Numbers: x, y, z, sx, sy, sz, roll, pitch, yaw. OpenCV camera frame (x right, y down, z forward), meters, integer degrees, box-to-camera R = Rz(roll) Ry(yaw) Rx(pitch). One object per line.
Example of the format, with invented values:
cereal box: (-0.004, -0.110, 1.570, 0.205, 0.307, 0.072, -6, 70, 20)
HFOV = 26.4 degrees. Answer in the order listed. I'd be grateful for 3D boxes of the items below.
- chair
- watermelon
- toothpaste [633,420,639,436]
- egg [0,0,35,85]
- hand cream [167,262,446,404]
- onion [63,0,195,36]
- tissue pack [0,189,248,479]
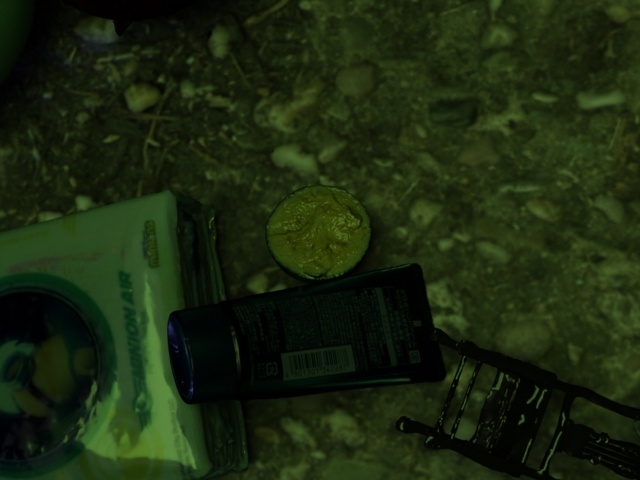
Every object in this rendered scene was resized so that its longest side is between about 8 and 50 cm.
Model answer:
chair: (0.202, 0.172, 1.258, 0.229, 0.113, 0.106, 22, 88, -10)
watermelon: (0.000, 0.000, 1.354, 0.105, 0.062, 0.105, -3, 64, 6)
toothpaste: (0.365, 0.240, 1.224, 0.064, 0.041, 0.218, -31, 71, 2)
egg: (-0.424, -0.233, 1.433, 0.269, 0.220, 0.220, -40, 73, 12)
hand cream: (-0.007, 0.091, 1.279, 0.270, 0.061, 0.120, -7, 75, -25)
onion: (-0.205, -0.352, 1.366, 0.276, 0.276, 0.276, -3, 80, 16)
tissue pack: (-0.285, 0.132, 1.367, 0.388, 0.162, 0.287, -13, 75, 14)
